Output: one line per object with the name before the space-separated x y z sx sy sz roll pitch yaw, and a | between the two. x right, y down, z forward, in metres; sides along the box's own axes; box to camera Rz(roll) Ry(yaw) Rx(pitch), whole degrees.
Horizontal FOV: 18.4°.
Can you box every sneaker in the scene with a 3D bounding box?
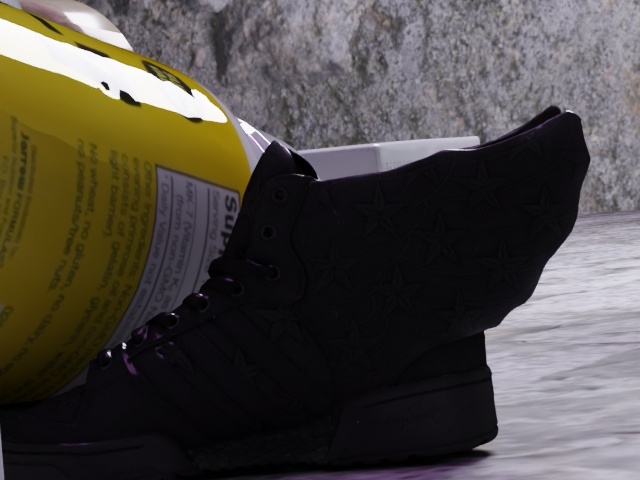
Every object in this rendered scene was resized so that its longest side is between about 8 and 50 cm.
sneaker | -0.013 0.015 0.519 0.170 0.089 0.051 -5 2 -1

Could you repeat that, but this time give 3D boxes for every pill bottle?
pill bottle | -0.090 -0.006 0.577 0.119 0.119 0.208 -4 -11 32

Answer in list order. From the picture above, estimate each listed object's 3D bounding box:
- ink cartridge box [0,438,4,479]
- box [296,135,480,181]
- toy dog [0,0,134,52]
ink cartridge box | -0.184 0.003 0.440 0.203 0.148 0.086 -5 0 17
box | 0.000 0.000 0.975 0.130 0.091 0.170 -5 2 22
toy dog | -0.237 -0.079 0.743 0.334 0.161 0.220 -5 1 6
